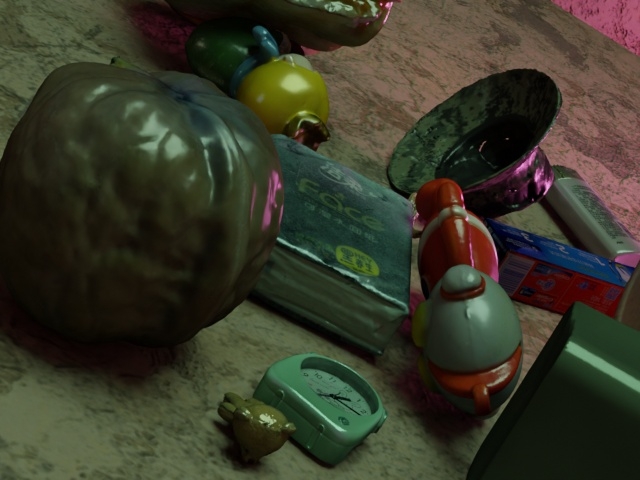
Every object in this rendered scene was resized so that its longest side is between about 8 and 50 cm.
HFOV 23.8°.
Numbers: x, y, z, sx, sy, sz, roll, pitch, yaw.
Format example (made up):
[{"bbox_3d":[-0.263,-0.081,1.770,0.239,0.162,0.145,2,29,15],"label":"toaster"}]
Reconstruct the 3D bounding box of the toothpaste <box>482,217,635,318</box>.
[{"bbox_3d":[0.326,0.055,1.888,0.320,0.066,0.076,18,26,-30],"label":"toothpaste"}]

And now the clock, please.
[{"bbox_3d":[0.010,0.143,1.341,0.101,0.041,0.135,39,23,19],"label":"clock"}]

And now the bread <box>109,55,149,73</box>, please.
[{"bbox_3d":[-0.188,-0.111,1.594,0.172,0.064,0.232,4,33,-47],"label":"bread"}]

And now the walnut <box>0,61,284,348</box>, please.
[{"bbox_3d":[-0.151,-0.026,1.256,0.248,0.248,0.248,26,23,-12],"label":"walnut"}]

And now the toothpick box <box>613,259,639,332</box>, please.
[{"bbox_3d":[0.560,0.124,1.593,0.425,0.409,0.409,34,22,-6],"label":"toothpick box"}]

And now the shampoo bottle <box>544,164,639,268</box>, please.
[{"bbox_3d":[0.384,-0.024,2.134,0.086,0.056,0.227,17,26,-32],"label":"shampoo bottle"}]

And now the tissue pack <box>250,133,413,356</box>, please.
[{"bbox_3d":[0.000,0.000,1.574,0.185,0.081,0.257,28,24,-9],"label":"tissue pack"}]

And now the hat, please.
[{"bbox_3d":[0.223,-0.096,1.959,0.128,0.266,0.265,56,13,-23],"label":"hat"}]

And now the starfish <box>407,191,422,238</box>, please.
[{"bbox_3d":[0.090,-0.022,1.782,0.133,0.041,0.130,1,28,-40],"label":"starfish"}]

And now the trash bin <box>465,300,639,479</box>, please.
[{"bbox_3d":[0.316,0.229,1.312,0.343,0.223,0.158,30,22,1],"label":"trash bin"}]

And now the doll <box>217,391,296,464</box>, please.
[{"bbox_3d":[-0.052,0.144,1.248,0.062,0.051,0.093,16,25,-17],"label":"doll"}]

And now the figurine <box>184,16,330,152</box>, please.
[{"bbox_3d":[-0.047,-0.181,1.863,0.234,0.127,0.185,34,12,35],"label":"figurine"}]

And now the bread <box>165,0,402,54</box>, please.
[{"bbox_3d":[-0.066,-0.371,1.972,0.301,0.210,0.341,18,-7,-17],"label":"bread"}]

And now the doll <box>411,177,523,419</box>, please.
[{"bbox_3d":[0.139,0.069,1.518,0.105,0.199,0.336,-9,32,2],"label":"doll"}]
